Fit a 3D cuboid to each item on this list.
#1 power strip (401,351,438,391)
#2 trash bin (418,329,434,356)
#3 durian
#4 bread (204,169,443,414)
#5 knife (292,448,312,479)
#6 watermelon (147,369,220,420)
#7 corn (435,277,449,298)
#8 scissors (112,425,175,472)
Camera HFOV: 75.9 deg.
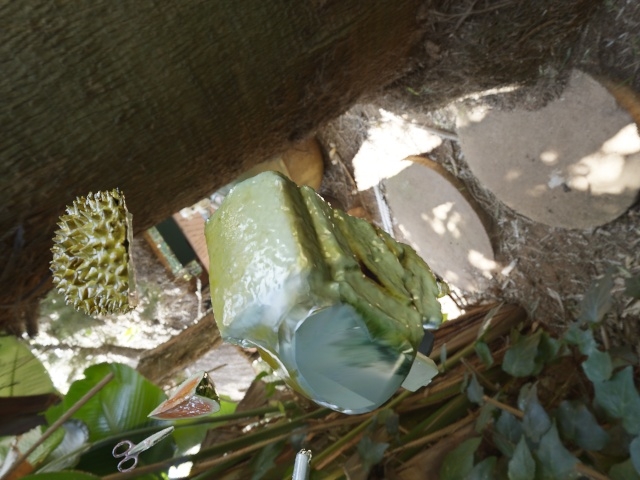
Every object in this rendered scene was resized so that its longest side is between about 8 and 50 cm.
[{"bbox_3d":[0.249,0.377,1.230,0.270,0.118,0.046,35,-162,-37],"label":"power strip"},{"bbox_3d":[0.378,0.443,1.647,0.114,0.165,0.225,24,166,25],"label":"trash bin"},{"bbox_3d":[-0.378,0.028,0.691,0.183,0.137,0.250,-114,34,-60],"label":"durian"},{"bbox_3d":[-0.007,0.092,0.651,0.394,0.239,0.264,30,-153,-20],"label":"bread"},{"bbox_3d":[-0.057,0.683,1.070,0.040,0.266,0.073,6,176,21],"label":"knife"},{"bbox_3d":[-0.416,0.493,1.333,0.159,0.303,0.129,24,-134,-38],"label":"watermelon"},{"bbox_3d":[0.298,0.153,1.241,0.203,0.072,0.072,-19,104,54],"label":"corn"},{"bbox_3d":[-0.522,0.609,1.228,0.085,0.176,0.022,53,151,24],"label":"scissors"}]
